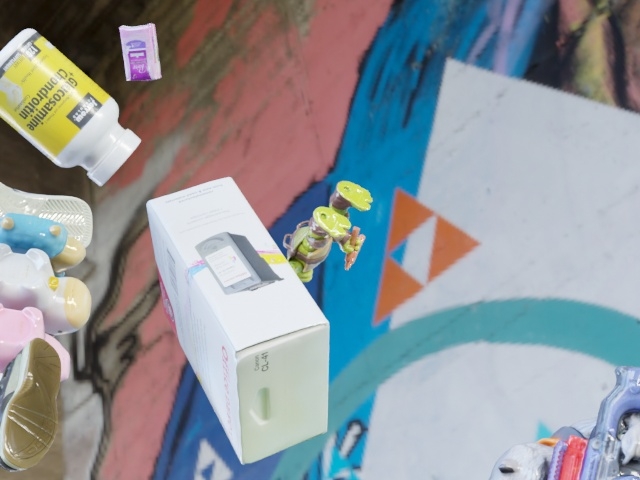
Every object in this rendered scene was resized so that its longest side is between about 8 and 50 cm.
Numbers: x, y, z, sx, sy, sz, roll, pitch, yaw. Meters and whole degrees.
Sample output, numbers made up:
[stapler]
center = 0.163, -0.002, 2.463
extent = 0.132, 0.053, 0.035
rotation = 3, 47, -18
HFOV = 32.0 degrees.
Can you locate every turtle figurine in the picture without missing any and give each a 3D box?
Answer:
[turtle figurine]
center = 0.000, 0.000, 1.702
extent = 0.269, 0.087, 0.217
rotation = -31, -17, -38

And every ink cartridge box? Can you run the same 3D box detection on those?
[ink cartridge box]
center = -0.109, 0.100, 1.458
extent = 0.131, 0.306, 0.226
rotation = -19, -43, -20

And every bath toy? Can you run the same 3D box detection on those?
[bath toy]
center = -0.370, 0.130, 1.373
extent = 0.151, 0.348, 0.129
rotation = 16, -48, -15

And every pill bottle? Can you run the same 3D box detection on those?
[pill bottle]
center = -0.304, -0.152, 1.307
extent = 0.184, 0.103, 0.103
rotation = 42, -58, -13

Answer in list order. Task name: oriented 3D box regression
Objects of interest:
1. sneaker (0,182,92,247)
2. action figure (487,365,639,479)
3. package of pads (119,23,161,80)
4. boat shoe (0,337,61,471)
[sneaker]
center = -0.548, -0.034, 1.821
extent = 0.148, 0.131, 0.350
rotation = -6, -15, 39
[action figure]
center = 0.312, 0.323, 1.156
extent = 0.330, 0.341, 0.178
rotation = 27, -17, -6
[package of pads]
center = -0.267, -0.278, 1.655
extent = 0.050, 0.032, 0.083
rotation = -2, -75, 13
[boat shoe]
center = -0.277, 0.158, 1.039
extent = 0.049, 0.152, 0.056
rotation = -35, -61, 23
